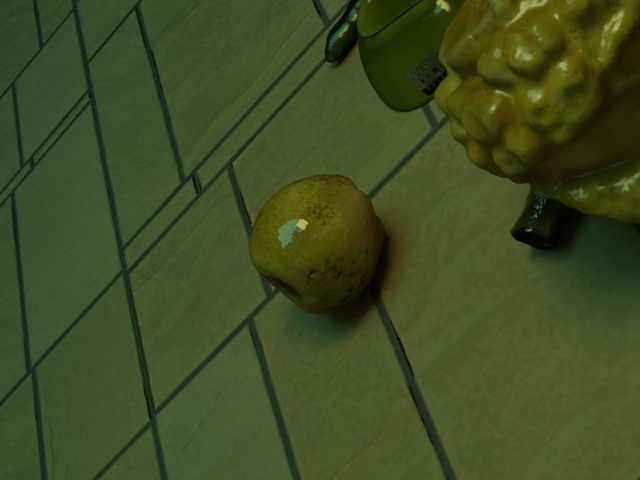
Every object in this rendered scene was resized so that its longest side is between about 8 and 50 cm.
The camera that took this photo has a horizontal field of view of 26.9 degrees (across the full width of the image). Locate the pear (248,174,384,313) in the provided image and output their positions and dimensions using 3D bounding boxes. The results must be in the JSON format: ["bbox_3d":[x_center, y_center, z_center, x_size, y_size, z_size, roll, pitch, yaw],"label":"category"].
[{"bbox_3d":[0.000,0.000,1.706,0.178,0.178,0.178,-32,42,34],"label":"pear"}]

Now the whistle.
[{"bbox_3d":[0.304,-0.141,1.516,0.068,0.057,0.326,8,70,61],"label":"whistle"}]

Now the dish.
[{"bbox_3d":[0.138,-0.309,1.816,0.262,0.108,0.221,-24,48,41],"label":"dish"}]

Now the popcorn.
[{"bbox_3d":[0.297,-0.178,1.327,0.349,0.381,0.349,-51,-1,-1],"label":"popcorn"}]

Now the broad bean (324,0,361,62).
[{"bbox_3d":[0.077,-0.359,1.995,0.227,0.039,0.069,-47,41,17],"label":"broad bean"}]
